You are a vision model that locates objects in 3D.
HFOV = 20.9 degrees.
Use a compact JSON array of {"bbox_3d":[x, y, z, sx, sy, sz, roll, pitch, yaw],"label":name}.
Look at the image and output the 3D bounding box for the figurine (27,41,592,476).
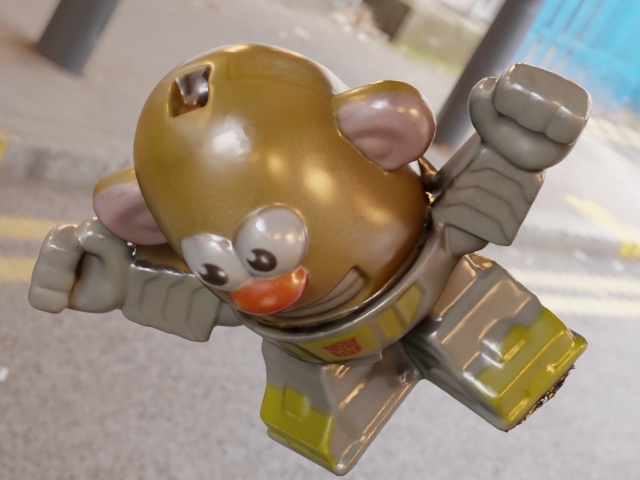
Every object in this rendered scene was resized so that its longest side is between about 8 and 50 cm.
[{"bbox_3d":[-0.001,-0.001,1.015,0.285,0.342,0.167,55,6,-39],"label":"figurine"}]
